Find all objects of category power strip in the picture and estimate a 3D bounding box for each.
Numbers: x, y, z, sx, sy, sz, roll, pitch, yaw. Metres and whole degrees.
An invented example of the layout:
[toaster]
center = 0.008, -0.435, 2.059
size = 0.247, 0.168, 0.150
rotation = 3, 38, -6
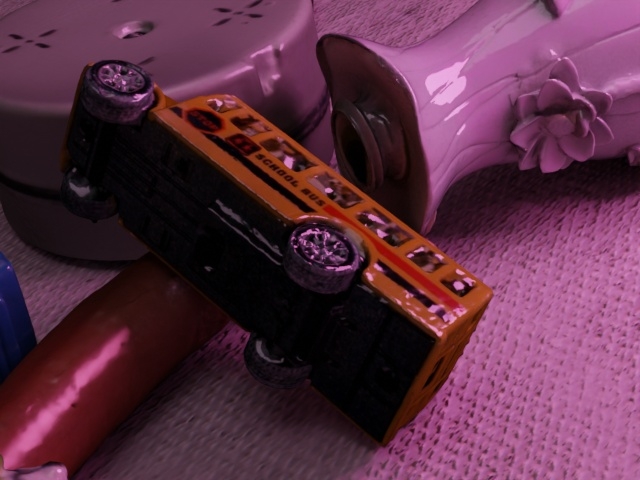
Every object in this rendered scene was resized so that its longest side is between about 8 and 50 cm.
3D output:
[power strip]
center = -0.167, -0.134, 1.186
size = 0.358, 0.161, 0.357
rotation = -7, 32, 5

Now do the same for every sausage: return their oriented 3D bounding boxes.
[sausage]
center = -0.183, 0.120, 0.862
size = 0.094, 0.094, 0.419
rotation = 42, 45, 0

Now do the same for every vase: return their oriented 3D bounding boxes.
[vase]
center = 0.216, -0.159, 1.071
size = 0.445, 0.250, 0.250
rotation = -24, 35, -18

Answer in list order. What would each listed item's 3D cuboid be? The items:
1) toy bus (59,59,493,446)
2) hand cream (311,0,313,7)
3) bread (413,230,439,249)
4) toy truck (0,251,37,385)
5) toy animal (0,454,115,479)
[toy bus]
center = -0.043, -0.007, 0.891
size = 0.335, 0.121, 0.123
rotation = 38, 40, 20
[hand cream]
center = -0.042, -0.256, 1.454
size = 0.086, 0.055, 0.235
rotation = -6, 40, 9
[bread]
center = 0.000, 0.001, 1.020
size = 0.119, 0.067, 0.192
rotation = -17, 33, -30
[toy truck]
center = -0.388, 0.118, 0.854
size = 0.385, 0.161, 0.162
rotation = -33, 45, -33
[toy animal]
center = -0.182, 0.209, 0.614
size = 0.267, 0.212, 0.212
rotation = -29, 37, -25
